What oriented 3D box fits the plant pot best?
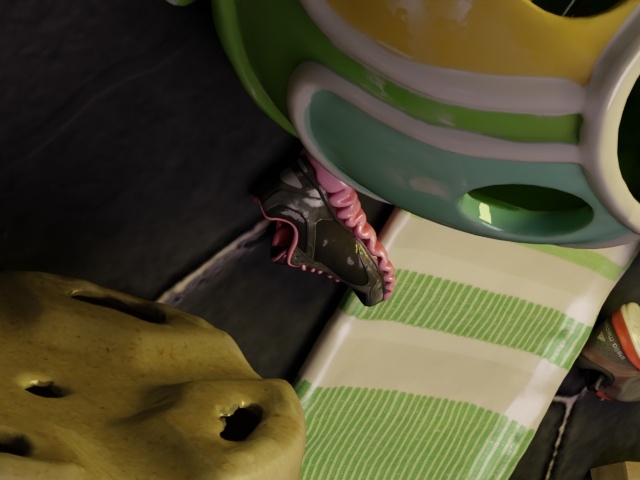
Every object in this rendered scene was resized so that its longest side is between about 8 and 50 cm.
[{"bbox_3d":[-0.144,0.189,0.679,0.334,0.334,0.305,-1,113,-43],"label":"plant pot"}]

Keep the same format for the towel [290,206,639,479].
[{"bbox_3d":[0.091,0.070,0.990,0.248,0.038,0.325,14,112,-47],"label":"towel"}]

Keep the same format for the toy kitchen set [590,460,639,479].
[{"bbox_3d":[0.241,0.224,1.244,0.068,0.083,0.075,-20,159,38],"label":"toy kitchen set"}]

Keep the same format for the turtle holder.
[{"bbox_3d":[0.082,-0.134,0.652,0.243,0.227,0.320,-33,140,-17],"label":"turtle holder"}]

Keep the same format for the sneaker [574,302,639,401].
[{"bbox_3d":[0.224,0.091,1.133,0.065,0.061,0.158,-27,145,18],"label":"sneaker"}]

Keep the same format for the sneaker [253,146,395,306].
[{"bbox_3d":[0.000,0.000,0.844,0.057,0.047,0.119,-35,133,-5],"label":"sneaker"}]
